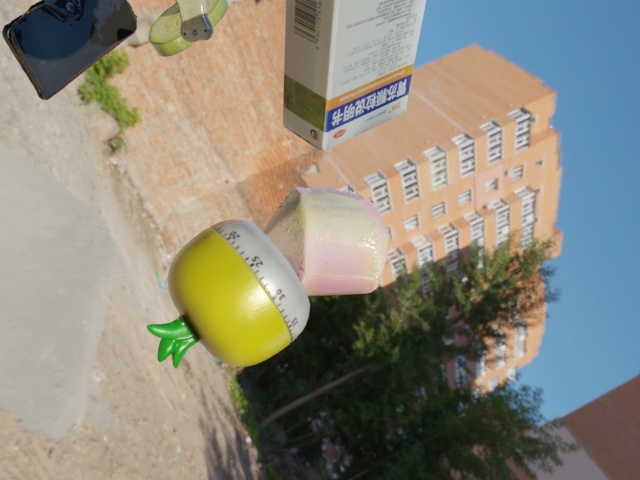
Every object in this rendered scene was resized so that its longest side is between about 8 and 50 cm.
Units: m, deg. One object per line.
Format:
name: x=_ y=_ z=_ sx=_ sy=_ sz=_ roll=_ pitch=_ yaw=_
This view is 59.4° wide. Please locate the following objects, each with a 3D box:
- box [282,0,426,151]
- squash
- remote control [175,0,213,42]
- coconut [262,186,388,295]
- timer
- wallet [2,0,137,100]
box: x=0.052 y=-0.310 z=0.838 sx=0.106 sy=0.200 sz=0.299 roll=38 pitch=-38 yaw=29
squash: x=-0.377 y=-0.624 z=1.595 sx=0.049 sy=0.252 sz=0.252 roll=53 pitch=2 yaw=-41
remote control: x=-0.276 y=-0.497 z=1.220 sx=0.032 sy=0.074 sz=0.122 roll=-67 pitch=152 yaw=-67
coconut: x=0.000 y=0.000 z=1.167 sx=0.233 sy=0.245 sz=0.233 roll=-176 pitch=-90 yaw=-78
timer: x=-0.184 y=0.121 z=1.006 sx=0.285 sy=0.285 sz=0.285 roll=63 pitch=-8 yaw=16
wallet: x=-0.613 y=-0.532 z=1.412 sx=0.051 sy=0.378 sz=0.197 roll=11 pitch=-41 yaw=25
